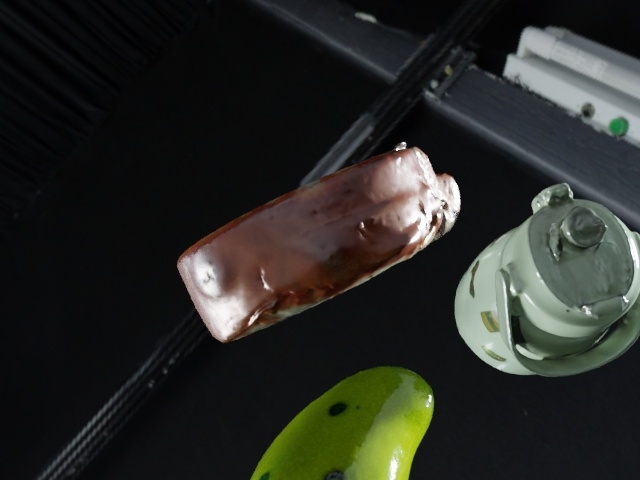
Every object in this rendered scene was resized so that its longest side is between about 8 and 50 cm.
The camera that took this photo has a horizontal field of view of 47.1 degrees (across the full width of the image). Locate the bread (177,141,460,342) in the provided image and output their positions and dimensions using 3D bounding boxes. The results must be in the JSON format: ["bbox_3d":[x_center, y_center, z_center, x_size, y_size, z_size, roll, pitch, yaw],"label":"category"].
[{"bbox_3d":[-0.004,0.002,0.808,0.295,0.327,0.114,-25,-88,21],"label":"bread"}]

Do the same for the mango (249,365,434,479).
[{"bbox_3d":[0.019,0.252,0.785,0.175,0.143,0.293,-2,-141,44],"label":"mango"}]

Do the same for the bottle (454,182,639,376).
[{"bbox_3d":[0.320,0.070,1.001,0.229,0.352,0.229,0,-107,-1],"label":"bottle"}]
